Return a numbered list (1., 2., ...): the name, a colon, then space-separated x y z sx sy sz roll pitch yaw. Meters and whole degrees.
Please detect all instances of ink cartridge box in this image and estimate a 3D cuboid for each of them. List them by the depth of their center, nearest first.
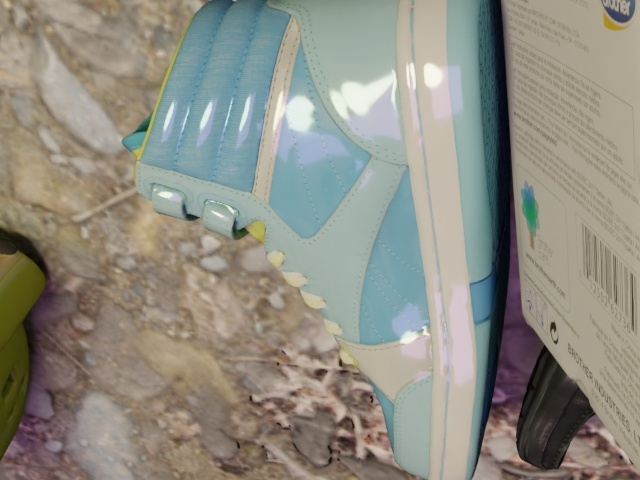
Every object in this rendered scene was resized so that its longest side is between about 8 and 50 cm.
1. ink cartridge box: 0.125 -0.074 0.451 0.065 0.186 0.311 -12 111 -4

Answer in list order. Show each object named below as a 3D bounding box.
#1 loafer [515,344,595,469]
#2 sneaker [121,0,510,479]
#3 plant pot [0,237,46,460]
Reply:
1. loafer: 0.175 0.060 0.641 0.078 0.076 0.223 25 128 11
2. sneaker: 0.000 0.000 0.627 0.208 0.127 0.319 3 118 15
3. plant pot: -0.328 0.088 0.750 0.227 0.228 0.207 27 123 -2
